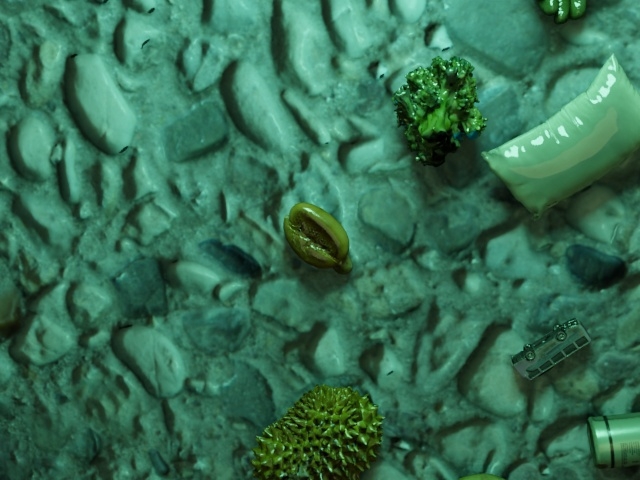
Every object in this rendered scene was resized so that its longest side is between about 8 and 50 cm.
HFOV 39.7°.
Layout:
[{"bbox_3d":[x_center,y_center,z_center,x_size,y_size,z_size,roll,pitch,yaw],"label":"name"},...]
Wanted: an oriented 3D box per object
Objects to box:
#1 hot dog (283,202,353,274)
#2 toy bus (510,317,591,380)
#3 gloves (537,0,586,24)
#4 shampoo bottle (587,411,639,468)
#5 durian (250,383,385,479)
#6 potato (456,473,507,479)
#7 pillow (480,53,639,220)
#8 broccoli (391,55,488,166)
[{"bbox_3d":[0.001,-0.002,1.451,0.140,0.060,0.090,38,110,4],"label":"hot dog"},{"bbox_3d":[0.378,0.178,1.454,0.130,0.037,0.052,-37,102,14],"label":"toy bus"},{"bbox_3d":[0.330,-0.441,1.259,0.135,0.107,0.268,-4,117,30],"label":"gloves"},{"bbox_3d":[0.573,0.315,1.437,0.262,0.085,0.085,-8,103,9],"label":"shampoo bottle"},{"bbox_3d":[-0.002,0.357,1.509,0.249,0.138,0.183,-44,87,10],"label":"durian"},{"bbox_3d":[0.240,0.531,1.513,0.191,0.141,0.296,43,108,-2],"label":"potato"},{"bbox_3d":[0.385,-0.152,1.343,0.254,0.078,0.144,-37,97,16],"label":"pillow"},{"bbox_3d":[0.176,-0.185,1.324,0.154,0.160,0.167,39,126,-21],"label":"broccoli"}]
